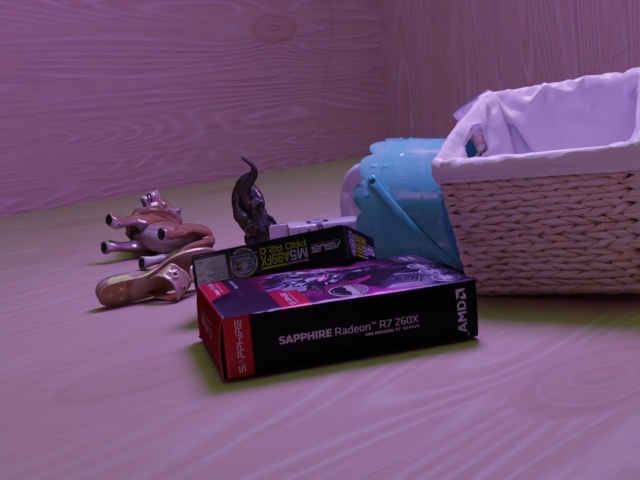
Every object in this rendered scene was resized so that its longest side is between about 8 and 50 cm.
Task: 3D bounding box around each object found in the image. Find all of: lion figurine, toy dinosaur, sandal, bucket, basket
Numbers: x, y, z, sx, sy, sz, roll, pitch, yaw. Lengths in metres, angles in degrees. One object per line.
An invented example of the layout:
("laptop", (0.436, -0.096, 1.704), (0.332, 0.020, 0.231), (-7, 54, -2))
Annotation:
("lion figurine", (-0.357, -0.009, 2.050), (0.240, 0.142, 0.392), (-4, 21, -44))
("toy dinosaur", (-0.157, -0.063, 1.974), (0.121, 0.314, 0.160), (-32, 38, -4))
("sandal", (-0.292, 0.089, 1.617), (0.240, 0.088, 0.079), (-17, 45, -22))
("bucket", (0.213, -0.070, 1.652), (0.183, 0.281, 0.281), (1, 11, 39))
("basket", (0.407, -0.096, 1.444), (0.331, 0.267, 0.328), (-5, 27, 30))

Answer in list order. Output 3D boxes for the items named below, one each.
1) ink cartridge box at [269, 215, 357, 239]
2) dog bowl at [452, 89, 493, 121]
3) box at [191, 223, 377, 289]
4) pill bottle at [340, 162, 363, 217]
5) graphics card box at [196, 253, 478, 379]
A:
("ink cartridge box", (-0.009, 0.013, 1.746), (0.180, 0.104, 0.060), (-7, 11, -6))
("dog bowl", (0.464, -0.211, 1.990), (0.102, 0.349, 0.349), (-48, 2, 13))
("box", (-0.055, 0.038, 1.484), (0.270, 0.060, 0.216), (-11, -9, 14))
("pill bottle", (0.242, -0.095, 1.942), (0.361, 0.204, 0.204), (-11, 11, -31))
("graphics card box", (0.016, 0.102, 1.268), (0.370, 0.094, 0.233), (-6, 9, -14))
